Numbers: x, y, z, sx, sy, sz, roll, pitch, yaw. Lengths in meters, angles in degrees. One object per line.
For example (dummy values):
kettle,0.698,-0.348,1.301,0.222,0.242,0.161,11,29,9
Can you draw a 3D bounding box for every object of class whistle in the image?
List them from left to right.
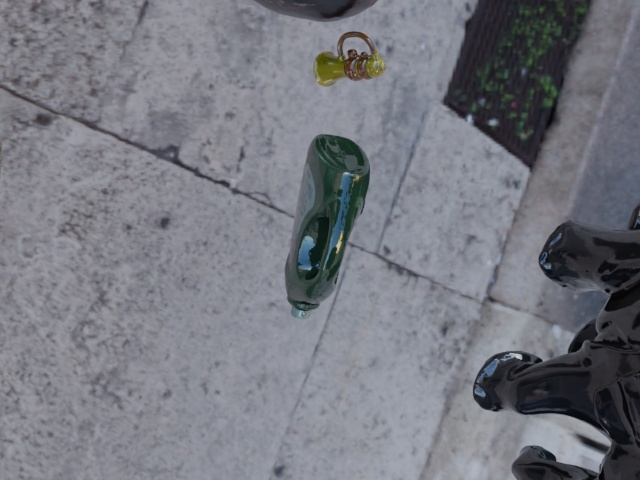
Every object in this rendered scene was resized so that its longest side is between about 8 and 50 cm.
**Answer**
whistle,0.041,-0.228,1.081,0.046,0.109,0.057,3,89,-40

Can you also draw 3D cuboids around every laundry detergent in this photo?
laundry detergent,0.000,0.000,0.943,0.063,0.137,0.211,7,116,-16

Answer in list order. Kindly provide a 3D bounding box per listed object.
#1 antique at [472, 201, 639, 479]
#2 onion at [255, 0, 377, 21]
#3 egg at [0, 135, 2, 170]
antique,0.293,0.101,0.721,0.185,0.255,0.322,28,92,-31
onion,-0.004,-0.406,1.060,0.285,0.273,0.273,-35,126,-53
egg,-0.402,-0.044,0.697,0.289,0.238,0.238,-38,126,-37
